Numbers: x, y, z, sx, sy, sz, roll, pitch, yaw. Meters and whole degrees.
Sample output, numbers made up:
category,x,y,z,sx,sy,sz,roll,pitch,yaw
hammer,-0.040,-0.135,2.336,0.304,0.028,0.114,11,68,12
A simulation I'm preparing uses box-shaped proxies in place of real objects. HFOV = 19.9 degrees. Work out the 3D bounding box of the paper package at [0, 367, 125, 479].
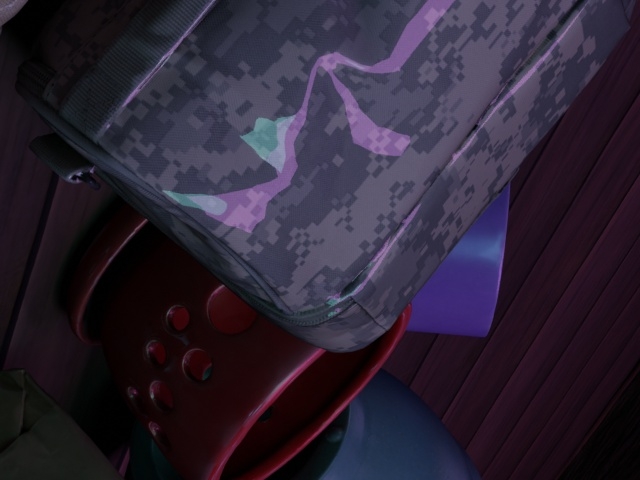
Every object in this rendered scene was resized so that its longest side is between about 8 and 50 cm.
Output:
category,x,y,z,sx,sy,sz,roll,pitch,yaw
paper package,-0.274,0.290,1.265,0.309,0.168,0.325,-38,162,-23

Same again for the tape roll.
category,x,y,z,sx,sy,sz,roll,pitch,yaw
tape roll,0.098,-0.020,1.440,0.189,0.080,0.189,-176,-90,-90

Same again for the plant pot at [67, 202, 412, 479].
category,x,y,z,sx,sy,sz,roll,pitch,yaw
plant pot,-0.063,0.053,1.226,0.191,0.174,0.191,-42,162,-17

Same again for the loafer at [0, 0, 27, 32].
category,x,y,z,sx,sy,sz,roll,pitch,yaw
loafer,-0.169,-0.141,0.687,0.092,0.102,0.268,-49,172,3

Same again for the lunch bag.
category,x,y,z,sx,sy,sz,roll,pitch,yaw
lunch bag,0.004,-0.123,0.933,0.305,0.212,0.256,-50,160,-1

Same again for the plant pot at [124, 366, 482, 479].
category,x,y,z,sx,sy,sz,roll,pitch,yaw
plant pot,-0.032,0.191,1.393,0.293,0.293,0.196,-42,139,-16
